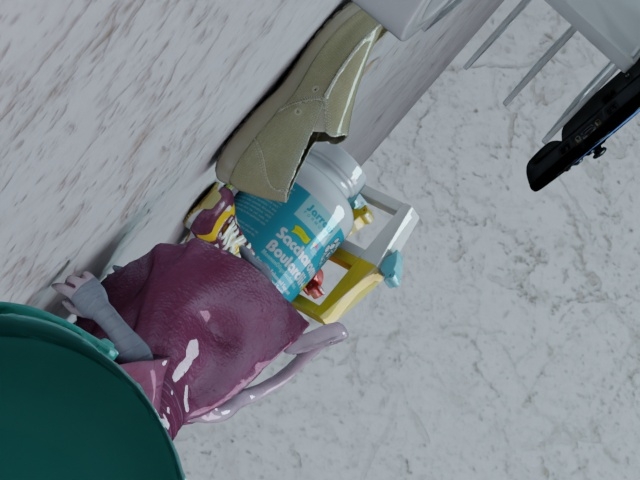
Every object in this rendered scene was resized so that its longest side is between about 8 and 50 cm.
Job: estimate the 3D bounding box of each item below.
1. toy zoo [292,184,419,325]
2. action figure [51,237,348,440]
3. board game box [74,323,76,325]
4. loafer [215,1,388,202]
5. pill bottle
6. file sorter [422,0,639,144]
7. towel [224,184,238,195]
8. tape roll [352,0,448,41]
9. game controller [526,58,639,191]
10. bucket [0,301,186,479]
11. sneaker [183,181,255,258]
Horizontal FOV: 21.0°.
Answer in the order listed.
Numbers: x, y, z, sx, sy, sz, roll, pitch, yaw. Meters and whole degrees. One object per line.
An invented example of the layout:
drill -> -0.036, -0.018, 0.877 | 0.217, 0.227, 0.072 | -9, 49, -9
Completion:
toy zoo -> 0.000, 0.000, 2.283 | 0.192, 0.293, 0.030 | -50, 135, -12
action figure -> -0.175, 0.166, 1.586 | 0.248, 0.275, 0.370 | -45, -165, 37
board game box -> -0.276, 0.145, 1.831 | 0.160, 0.039, 0.211 | -52, 177, 29
loafer -> 0.002, -0.147, 1.822 | 0.268, 0.092, 0.102 | -50, 177, -2
pill bottle -> -0.058, -0.008, 2.195 | 0.264, 0.146, 0.146 | -50, 177, -14
file sorter -> 0.242, -0.283, 2.046 | 0.173, 0.277, 0.193 | -47, 180, 36
towel -> -0.112, -0.056, 2.082 | 0.060, 0.009, 0.083 | -51, 178, 27
tape roll -> 0.125, -0.314, 1.521 | 0.286, 0.100, 0.286 | -51, 177, -4
game controller -> 0.360, -0.159, 2.015 | 0.166, 0.067, 0.319 | -46, -179, -37
bucket -> -0.205, 0.171, 1.020 | 0.281, 0.281, 0.183 | -50, 178, -4
sneaker -> -0.109, -0.003, 1.998 | 0.069, 0.084, 0.185 | -48, 172, -18
